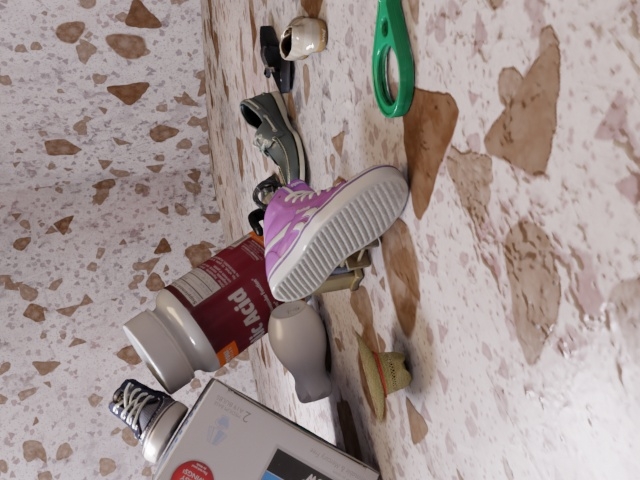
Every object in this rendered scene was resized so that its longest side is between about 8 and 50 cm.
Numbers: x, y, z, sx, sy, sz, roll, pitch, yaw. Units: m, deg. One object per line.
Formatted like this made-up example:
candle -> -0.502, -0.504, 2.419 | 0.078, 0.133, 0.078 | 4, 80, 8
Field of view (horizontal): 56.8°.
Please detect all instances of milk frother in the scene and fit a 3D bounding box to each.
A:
milk frother -> -0.098, -0.085, 1.325 | 0.135, 0.129, 0.143 | -127, 37, -60

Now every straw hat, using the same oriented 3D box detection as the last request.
straw hat -> 0.096, 0.187, 0.840 | 0.144, 0.061, 0.145 | -14, -90, -87

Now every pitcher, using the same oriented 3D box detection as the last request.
pitcher -> -0.045, 0.235, 1.343 | 0.178, 0.125, 0.207 | -116, 8, -70

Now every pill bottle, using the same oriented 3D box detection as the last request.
pill bottle -> -0.234, 0.159, 1.367 | 0.224, 0.392, 0.224 | 42, 153, 27

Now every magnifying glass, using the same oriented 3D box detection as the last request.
magnifying glass -> 0.082, -0.262, 0.697 | 0.092, 0.026, 0.231 | -135, 36, -68

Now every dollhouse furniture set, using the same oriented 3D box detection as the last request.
dollhouse furniture set -> 0.000, 0.000, 0.964 | 0.184, 0.129, 0.129 | 107, 152, -62

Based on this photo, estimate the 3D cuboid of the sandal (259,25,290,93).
sandal -> -0.113, -0.401, 1.324 | 0.255, 0.054, 0.097 | -115, 21, -50

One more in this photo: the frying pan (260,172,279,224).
frying pan -> -0.124, -0.023, 1.644 | 0.197, 0.053, 0.327 | 175, 89, -77

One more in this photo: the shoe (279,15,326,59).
shoe -> -0.045, -0.365, 1.064 | 0.219, 0.058, 0.077 | -140, 43, -70

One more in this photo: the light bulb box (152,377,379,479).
light bulb box -> -0.124, 0.457, 1.187 | 0.225, 0.357, 0.361 | -60, 5, -17

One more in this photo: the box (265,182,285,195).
box -> -0.100, -0.057, 1.482 | 0.054, 0.059, 0.169 | -155, 58, -72

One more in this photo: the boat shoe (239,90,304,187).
boat shoe -> -0.109, -0.219, 1.332 | 0.116, 0.098, 0.320 | 100, 156, -49

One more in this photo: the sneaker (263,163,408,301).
sneaker -> -0.002, -0.050, 0.834 | 0.282, 0.102, 0.161 | -41, 49, 37

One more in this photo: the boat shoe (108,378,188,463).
boat shoe -> -0.372, 0.364, 1.233 | 0.127, 0.158, 0.340 | -59, 2, -22
